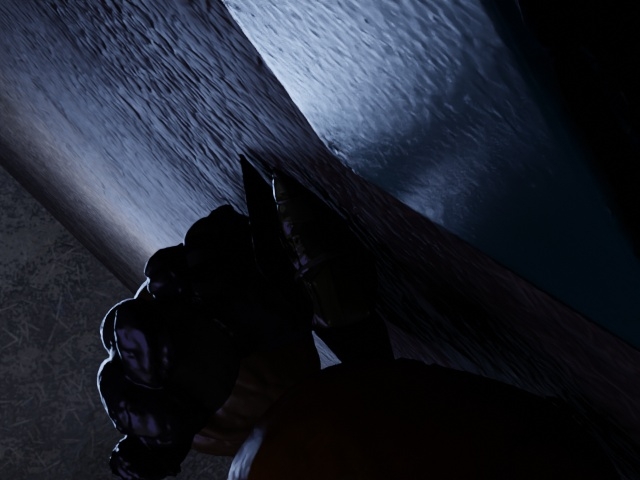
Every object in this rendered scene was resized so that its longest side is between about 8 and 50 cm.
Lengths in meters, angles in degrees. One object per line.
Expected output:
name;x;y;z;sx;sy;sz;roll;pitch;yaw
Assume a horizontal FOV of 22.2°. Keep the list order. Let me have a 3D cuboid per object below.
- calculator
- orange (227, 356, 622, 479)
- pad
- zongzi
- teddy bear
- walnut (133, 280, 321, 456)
calculator;0.037;-0.078;0.583;0.248;0.058;0.274;35;167;46
orange;0.069;0.205;1.090;0.284;0.226;0.284;17;154;8
pad;0.005;0.042;1.211;0.211;0.003;0.143;49;-163;-35
zongzi;0.000;0.000;1.141;0.119;0.055;0.109;64;-176;-2
teddy bear;-0.118;0.069;1.406;0.144;0.251;0.171;36;154;31
walnut;-0.099;0.120;1.649;0.213;0.213;0.213;42;170;9
